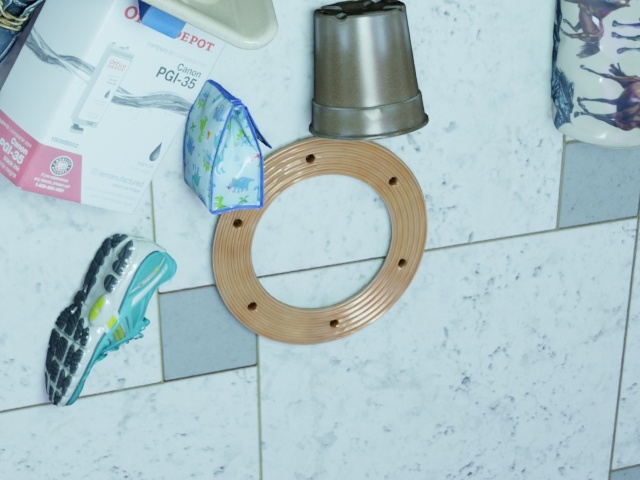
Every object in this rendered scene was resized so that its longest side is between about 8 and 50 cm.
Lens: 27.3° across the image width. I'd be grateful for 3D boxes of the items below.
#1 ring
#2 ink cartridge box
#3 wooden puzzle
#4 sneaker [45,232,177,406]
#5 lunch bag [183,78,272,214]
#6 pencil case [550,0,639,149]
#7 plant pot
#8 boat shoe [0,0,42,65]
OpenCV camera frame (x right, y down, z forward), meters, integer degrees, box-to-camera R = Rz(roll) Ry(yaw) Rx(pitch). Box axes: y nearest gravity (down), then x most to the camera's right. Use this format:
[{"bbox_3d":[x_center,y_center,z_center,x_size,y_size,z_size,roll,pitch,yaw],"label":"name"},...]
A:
[{"bbox_3d":[0.000,0.000,1.939,0.336,0.032,0.337,-8,117,-16],"label":"ring"},{"bbox_3d":[-0.271,-0.193,1.651,0.207,0.117,0.283,14,110,-52],"label":"ink cartridge box"},{"bbox_3d":[-0.233,-0.354,1.521,0.347,0.322,0.080,18,124,-26],"label":"wooden puzzle"},{"bbox_3d":[-0.295,0.123,1.845,0.110,0.107,0.275,24,104,-39],"label":"sneaker"},{"bbox_3d":[-0.128,-0.129,1.768,0.096,0.129,0.151,-10,116,-22],"label":"lunch bag"},{"bbox_3d":[0.426,-0.333,1.868,0.183,0.160,0.410,-2,115,-4],"label":"pencil case"},{"bbox_3d":[0.060,-0.235,1.781,0.166,0.167,0.165,-11,110,-16],"label":"plant pot"},{"bbox_3d":[-0.384,-0.285,1.621,0.065,0.083,0.183,19,106,-28],"label":"boat shoe"}]
